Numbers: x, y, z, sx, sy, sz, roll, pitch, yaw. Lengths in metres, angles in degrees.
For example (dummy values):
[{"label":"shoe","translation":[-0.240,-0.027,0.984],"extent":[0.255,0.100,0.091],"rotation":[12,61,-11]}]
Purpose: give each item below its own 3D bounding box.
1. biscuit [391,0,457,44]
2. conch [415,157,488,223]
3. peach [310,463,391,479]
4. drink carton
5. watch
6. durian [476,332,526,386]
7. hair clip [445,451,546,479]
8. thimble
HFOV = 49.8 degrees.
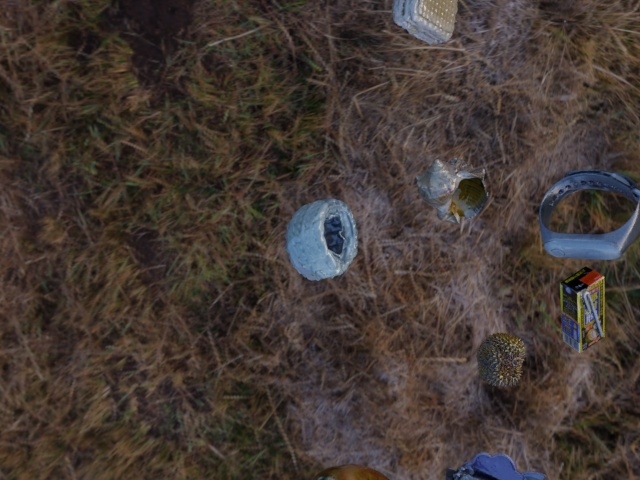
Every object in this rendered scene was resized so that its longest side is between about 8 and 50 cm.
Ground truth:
[{"label":"biscuit","translation":[0.227,-0.616,1.369],"extent":[0.078,0.144,0.426],"rotation":[4,85,45]},{"label":"conch","translation":[0.362,-0.135,1.878],"extent":[0.178,0.163,0.245],"rotation":[3,137,30]},{"label":"peach","translation":[0.057,0.502,1.224],"extent":[0.214,0.214,0.235],"rotation":[-25,119,25]},{"label":"drink carton","translation":[0.514,0.137,1.348],"extent":[0.056,0.071,0.166],"rotation":[40,155,48]},{"label":"watch","translation":[0.528,-0.054,1.333],"extent":[0.206,0.193,0.068],"rotation":[-1,146,43]},{"label":"durian","translation":[0.517,0.343,1.983],"extent":[0.136,0.168,0.158],"rotation":[24,82,-19]},{"label":"hair clip","translation":[0.296,0.415,1.144],"extent":[0.195,0.052,0.124],"rotation":[7,108,34]},{"label":"thimble","translation":[0.000,0.000,2.109],"extent":[0.171,0.204,0.250],"rotation":[-12,68,39]}]
